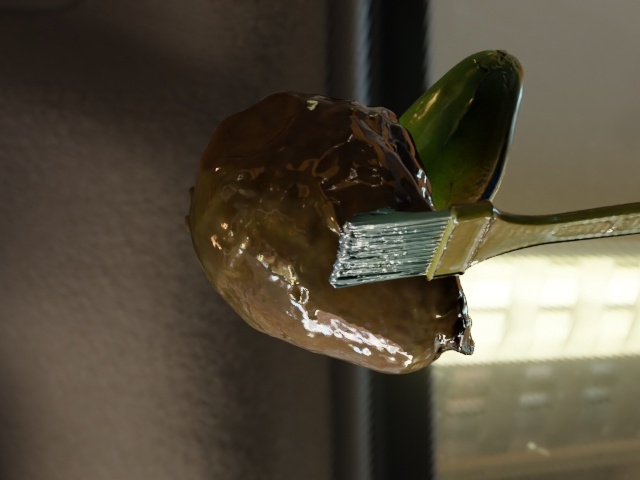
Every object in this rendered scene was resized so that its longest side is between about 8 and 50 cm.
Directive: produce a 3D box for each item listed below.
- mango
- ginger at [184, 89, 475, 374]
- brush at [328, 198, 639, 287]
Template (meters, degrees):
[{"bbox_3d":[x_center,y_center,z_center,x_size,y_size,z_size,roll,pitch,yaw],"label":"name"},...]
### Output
[{"bbox_3d":[0.125,-0.084,1.697,0.233,0.111,0.125,-52,-36,6],"label":"mango"},{"bbox_3d":[-0.001,-0.002,1.465,0.223,0.269,0.200,-13,-40,2],"label":"ginger"},{"bbox_3d":[0.114,-0.006,0.739,0.218,0.082,0.010,-6,-109,-6],"label":"brush"}]
